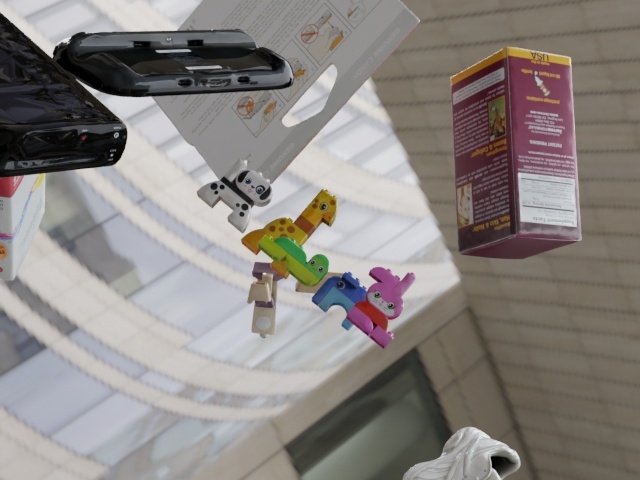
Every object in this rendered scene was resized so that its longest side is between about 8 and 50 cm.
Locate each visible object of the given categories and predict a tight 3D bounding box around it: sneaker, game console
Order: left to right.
[{"bbox_3d":[-0.169,-0.128,1.003,0.213,0.361,0.044,41,-54,36],"label":"game console"},{"bbox_3d":[0.195,0.345,1.785,0.115,0.232,0.090,7,-54,43],"label":"sneaker"}]

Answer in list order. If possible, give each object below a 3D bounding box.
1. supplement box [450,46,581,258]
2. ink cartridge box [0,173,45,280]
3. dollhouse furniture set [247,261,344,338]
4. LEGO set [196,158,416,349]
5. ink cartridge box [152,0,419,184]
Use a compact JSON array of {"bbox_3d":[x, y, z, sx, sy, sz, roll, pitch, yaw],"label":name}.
[{"bbox_3d":[0.191,-0.083,1.263,0.104,0.081,0.188,-23,-114,62],"label":"supplement box"},{"bbox_3d":[-0.392,-0.065,1.461,0.128,0.127,0.176,11,-46,0],"label":"ink cartridge box"},{"bbox_3d":[-0.022,0.079,1.393,0.091,0.114,0.081,-89,-176,-75],"label":"dollhouse furniture set"},{"bbox_3d":[0.000,0.000,1.222,0.227,0.093,0.087,39,-11,6],"label":"LEGO set"},{"bbox_3d":[-0.040,-0.196,1.365,0.275,0.060,0.239,-47,-120,14],"label":"ink cartridge box"}]
